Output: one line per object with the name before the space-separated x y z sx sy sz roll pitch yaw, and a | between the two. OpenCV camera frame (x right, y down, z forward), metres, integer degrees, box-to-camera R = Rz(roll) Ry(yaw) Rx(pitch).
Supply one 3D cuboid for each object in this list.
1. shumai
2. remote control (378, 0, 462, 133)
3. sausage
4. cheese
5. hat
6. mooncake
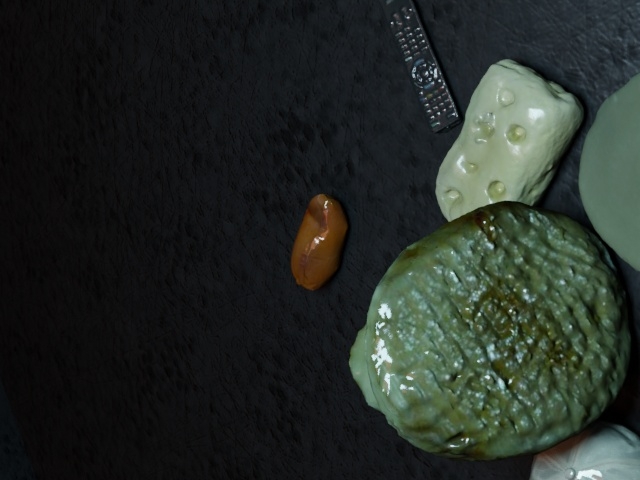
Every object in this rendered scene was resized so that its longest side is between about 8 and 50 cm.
shumai | 0.204 0.140 1.504 0.324 0.397 0.323 66 158 2
remote control | 0.155 -0.285 1.661 0.063 0.025 0.245 -29 77 45
sausage | 0.000 0.000 1.858 0.089 0.089 0.179 35 120 36
cheese | 0.259 -0.123 1.540 0.159 0.093 0.263 44 128 33
hat | 0.381 0.390 1.489 0.232 0.161 0.275 11 111 49
mooncake | 0.450 -0.086 1.317 0.275 0.135 0.275 10 103 47
